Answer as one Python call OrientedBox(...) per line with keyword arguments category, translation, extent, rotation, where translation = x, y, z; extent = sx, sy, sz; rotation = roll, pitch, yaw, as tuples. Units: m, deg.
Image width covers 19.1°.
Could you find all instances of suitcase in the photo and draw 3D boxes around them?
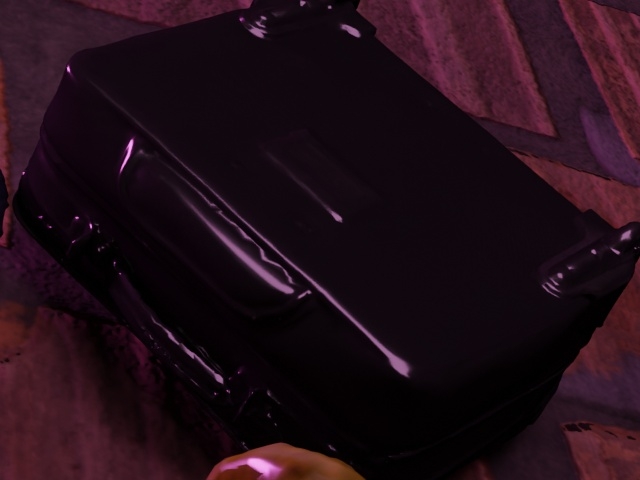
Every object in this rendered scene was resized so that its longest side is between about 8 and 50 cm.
OrientedBox(category="suitcase", translation=(0.000, 0.000, 1.261), extent=(0.345, 0.188, 0.339), rotation=(44, 34, 19))

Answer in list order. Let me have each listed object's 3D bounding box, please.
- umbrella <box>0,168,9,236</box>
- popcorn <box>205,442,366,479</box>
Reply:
OrientedBox(category="umbrella", translation=(-0.230, 0.032, 1.167), extent=(0.071, 0.071, 0.248), rotation=(16, 39, -19))
OrientedBox(category="popcorn", translation=(-0.040, 0.241, 0.805), extent=(0.293, 0.292, 0.334), rotation=(0, -2, 26))
